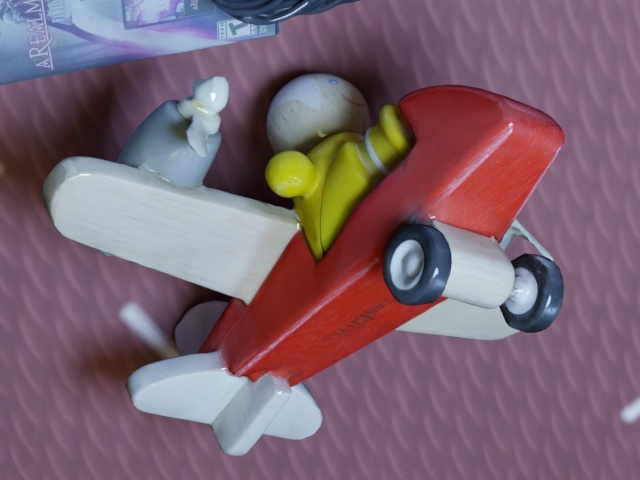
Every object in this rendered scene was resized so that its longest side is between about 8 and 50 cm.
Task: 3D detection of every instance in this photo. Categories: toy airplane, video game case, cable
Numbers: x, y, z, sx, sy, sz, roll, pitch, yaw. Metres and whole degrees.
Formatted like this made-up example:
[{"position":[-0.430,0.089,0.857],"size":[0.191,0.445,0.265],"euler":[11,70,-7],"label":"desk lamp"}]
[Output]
[{"position":[0.000,0.000,1.547],"size":[0.385,0.272,0.386],"euler":[-10,154,2],"label":"toy airplane"},{"position":[-0.167,-0.208,1.465],"size":[0.274,0.026,0.196],"euler":[-12,142,-10],"label":"video game case"},{"position":[-0.018,-0.225,1.461],"size":[0.185,0.047,0.150],"euler":[-15,149,-24],"label":"cable"}]
